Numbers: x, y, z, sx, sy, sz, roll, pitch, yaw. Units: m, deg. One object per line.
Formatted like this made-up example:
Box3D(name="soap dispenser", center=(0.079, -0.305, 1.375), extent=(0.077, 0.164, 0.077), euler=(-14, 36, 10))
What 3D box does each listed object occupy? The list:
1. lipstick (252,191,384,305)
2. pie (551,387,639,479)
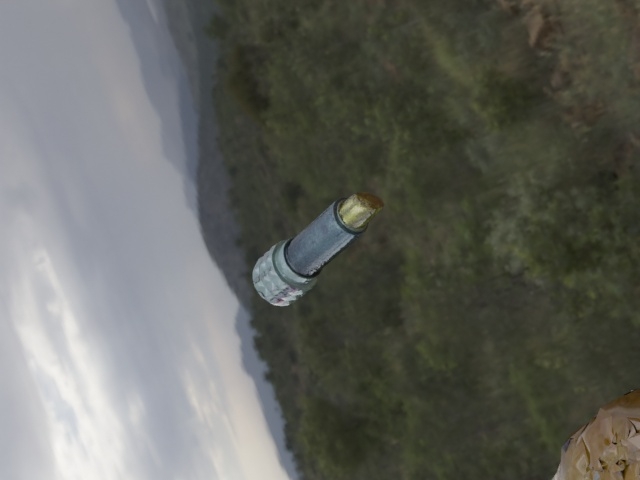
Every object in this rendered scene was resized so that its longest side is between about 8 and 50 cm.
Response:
Box3D(name="lipstick", center=(0.000, 0.000, 0.594), extent=(0.116, 0.037, 0.037), euler=(-43, 64, 48))
Box3D(name="pie", center=(0.212, 0.149, 0.372), extent=(0.273, 0.069, 0.273), euler=(20, 141, 17))
